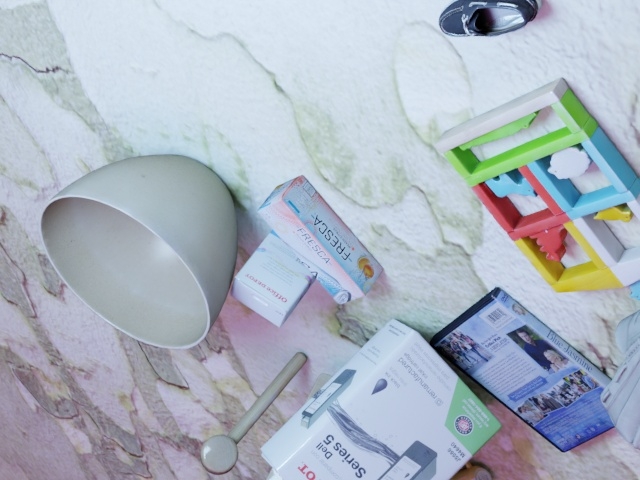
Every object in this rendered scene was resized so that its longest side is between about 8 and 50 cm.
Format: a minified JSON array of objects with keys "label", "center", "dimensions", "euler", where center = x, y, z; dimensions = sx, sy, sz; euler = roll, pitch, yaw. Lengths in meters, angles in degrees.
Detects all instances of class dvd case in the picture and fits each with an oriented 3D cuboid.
[{"label":"dvd case","center":[0.288,0.181,1.681],"dimensions":[0.253,0.022,0.180],"euler":[39,145,-3]}]

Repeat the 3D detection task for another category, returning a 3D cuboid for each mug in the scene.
[{"label":"mug","center":[0.228,0.375,1.915],"dimensions":[0.078,0.062,0.064],"euler":[38,137,-13]}]

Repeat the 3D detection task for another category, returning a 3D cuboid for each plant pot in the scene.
[{"label":"plant pot","center":[-0.228,-0.013,1.751],"dimensions":[0.284,0.191,0.284],"euler":[22,141,19]}]

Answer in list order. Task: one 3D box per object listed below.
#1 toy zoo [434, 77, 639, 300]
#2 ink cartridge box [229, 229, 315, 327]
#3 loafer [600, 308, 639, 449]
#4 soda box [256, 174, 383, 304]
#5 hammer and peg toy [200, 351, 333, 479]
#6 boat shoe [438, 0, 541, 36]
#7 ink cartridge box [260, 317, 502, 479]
[{"label":"toy zoo","center":[0.289,-0.039,1.428],"dimensions":[0.293,0.030,0.192],"euler":[49,142,-16]},{"label":"ink cartridge box","center":[-0.058,0.048,1.733],"dimensions":[0.088,0.122,0.052],"euler":[33,144,6]},{"label":"loafer","center":[0.396,0.122,1.449],"dimensions":[0.111,0.112,0.320],"euler":[42,143,31]},{"label":"soda box","center":[0.000,0.000,1.688],"dimensions":[0.183,0.058,0.063],"euler":[49,142,-15]},{"label":"hammer and peg toy","center":[0.010,0.337,1.875],"dimensions":[0.361,0.266,0.127],"euler":[28,169,2]},{"label":"boat shoe","center":[0.173,-0.234,1.302],"dimensions":[0.125,0.038,0.046],"euler":[-1,130,40]},{"label":"ink cartridge box","center":[0.083,0.278,1.731],"dimensions":[0.198,0.273,0.115],"euler":[47,174,-15]}]
